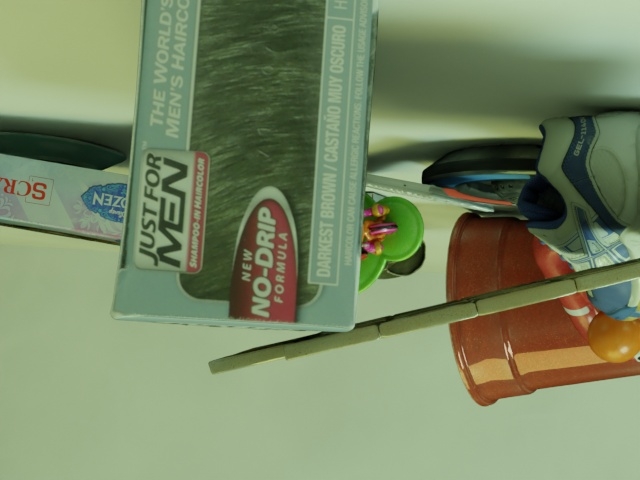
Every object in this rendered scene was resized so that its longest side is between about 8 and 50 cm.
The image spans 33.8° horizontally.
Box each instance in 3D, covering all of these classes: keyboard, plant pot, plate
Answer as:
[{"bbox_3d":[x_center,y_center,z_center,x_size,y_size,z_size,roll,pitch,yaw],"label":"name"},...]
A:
[{"bbox_3d":[0.081,-0.052,1.077,0.072,0.014,0.256,18,-179,-24],"label":"keyboard"},{"bbox_3d":[0.337,0.080,1.412,0.265,0.272,0.272,-7,170,26],"label":"plant pot"},{"bbox_3d":[-0.314,-0.094,1.188,0.188,0.024,0.188,5,175,0],"label":"plate"}]

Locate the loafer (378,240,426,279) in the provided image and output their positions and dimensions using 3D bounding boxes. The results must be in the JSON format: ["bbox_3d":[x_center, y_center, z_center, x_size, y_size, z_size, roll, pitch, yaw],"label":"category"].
[{"bbox_3d":[0.106,0.014,1.653,0.087,0.094,0.251,6,177,33],"label":"loafer"}]

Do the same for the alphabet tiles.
[{"bbox_3d":[0.102,0.045,0.738,0.343,0.011,0.285,-14,176,5],"label":"alphabet tiles"}]

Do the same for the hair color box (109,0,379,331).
[{"bbox_3d":[-0.040,-0.038,0.651,0.114,0.185,0.374,4,175,-2],"label":"hair color box"}]

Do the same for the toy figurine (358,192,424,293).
[{"bbox_3d":[0.000,0.000,1.114,0.173,0.130,0.159,-10,177,30],"label":"toy figurine"}]

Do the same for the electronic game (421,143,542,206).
[{"bbox_3d":[0.214,-0.055,1.036,0.229,0.048,0.229,4,175,0],"label":"electronic game"}]

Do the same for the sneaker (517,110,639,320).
[{"bbox_3d":[0.235,-0.025,0.896,0.131,0.111,0.296,8,154,12],"label":"sneaker"}]

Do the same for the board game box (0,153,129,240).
[{"bbox_3d":[-0.289,-0.040,1.150,0.318,0.065,0.318,9,177,0],"label":"board game box"}]

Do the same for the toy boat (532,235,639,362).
[{"bbox_3d":[0.329,0.069,1.172,0.151,0.151,0.231,-10,138,30],"label":"toy boat"}]

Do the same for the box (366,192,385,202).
[{"bbox_3d":[0.019,-0.038,1.452,0.186,0.038,0.145,1,174,29],"label":"box"}]
